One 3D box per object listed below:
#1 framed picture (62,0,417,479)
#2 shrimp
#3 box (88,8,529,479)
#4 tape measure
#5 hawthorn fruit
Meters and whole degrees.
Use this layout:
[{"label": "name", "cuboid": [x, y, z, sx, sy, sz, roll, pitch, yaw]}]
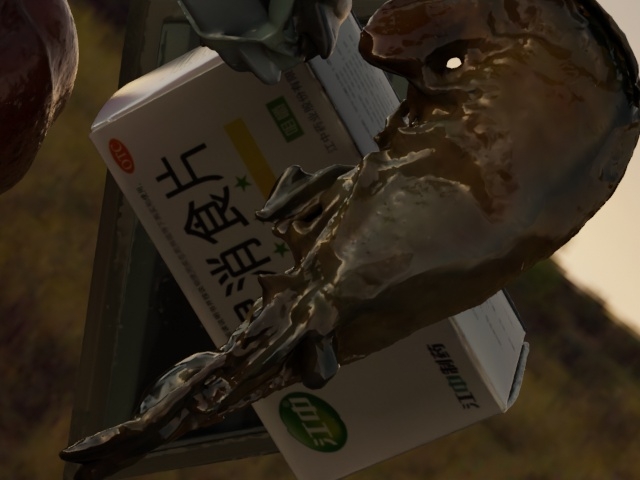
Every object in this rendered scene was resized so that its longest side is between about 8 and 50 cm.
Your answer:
[{"label": "framed picture", "cuboid": [-0.055, -0.002, 1.547, 0.326, 0.446, 0.028, -6, 26, -37]}, {"label": "shrimp", "cuboid": [0.003, -0.011, 0.657, 0.117, 0.262, 0.066, 62, -15, -6]}, {"label": "box", "cuboid": [0.002, 0.002, 1.272, 0.333, 0.173, 0.145, 60, 23, -12]}, {"label": "tape measure", "cuboid": [-0.054, -0.184, 1.025, 0.181, 0.107, 0.182, 59, 8, -14]}, {"label": "hawthorn fruit", "cuboid": [-0.302, -0.162, 1.434, 0.254, 0.254, 0.300, 37, -37, -22]}]
